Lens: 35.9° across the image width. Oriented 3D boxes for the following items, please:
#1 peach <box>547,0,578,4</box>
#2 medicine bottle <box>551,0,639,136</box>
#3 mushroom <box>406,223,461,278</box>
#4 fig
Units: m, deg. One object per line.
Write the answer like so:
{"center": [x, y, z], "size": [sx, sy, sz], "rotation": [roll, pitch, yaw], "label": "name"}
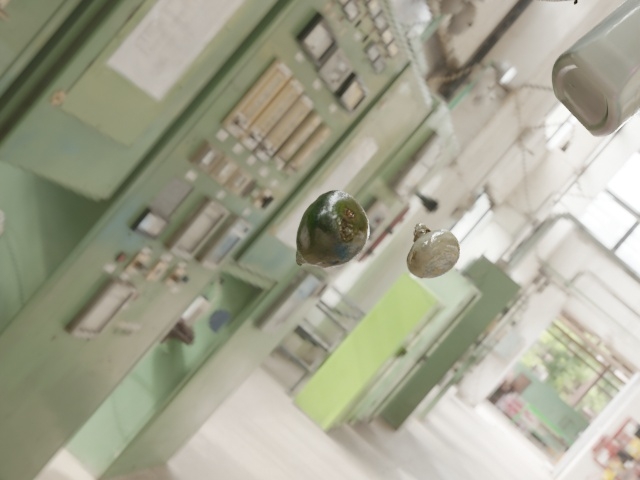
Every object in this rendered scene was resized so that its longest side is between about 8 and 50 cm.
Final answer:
{"center": [0.307, -0.421, 1.343], "size": [0.226, 0.190, 0.196], "rotation": [41, 2, 30], "label": "peach"}
{"center": [0.453, -0.280, 1.256], "size": [0.124, 0.324, 0.179], "rotation": [48, -5, 14], "label": "medicine bottle"}
{"center": [0.155, 0.011, 1.412], "size": [0.079, 0.085, 0.085], "rotation": [57, 10, 30], "label": "mushroom"}
{"center": [0.000, 0.000, 1.615], "size": [0.117, 0.177, 0.117], "rotation": [26, 45, -29], "label": "fig"}
